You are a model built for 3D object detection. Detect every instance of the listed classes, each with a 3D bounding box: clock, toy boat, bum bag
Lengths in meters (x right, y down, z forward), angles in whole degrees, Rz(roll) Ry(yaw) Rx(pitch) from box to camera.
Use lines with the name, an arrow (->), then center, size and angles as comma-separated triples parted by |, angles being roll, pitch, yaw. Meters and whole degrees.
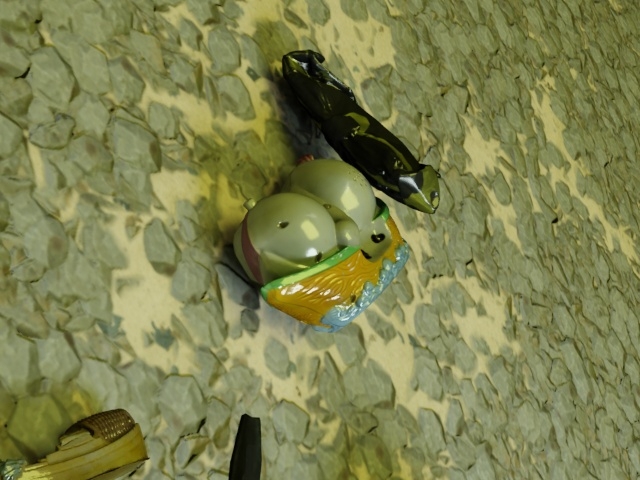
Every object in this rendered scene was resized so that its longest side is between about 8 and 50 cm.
clock -> 0.000, 0.000, 1.068 | 0.144, 0.103, 0.231 | 48, 31, -3
toy boat -> -0.178, 0.153, 0.799 | 0.149, 0.047, 0.049 | -12, 66, -57
bum bag -> 0.044, -0.100, 1.150 | 0.232, 0.060, 0.107 | 50, 7, 31

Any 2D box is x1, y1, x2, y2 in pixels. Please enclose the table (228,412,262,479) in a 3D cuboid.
table -> -0.139, 0.269, 0.651 | 0.317, 0.317, 0.249 | 29, 36, -40
